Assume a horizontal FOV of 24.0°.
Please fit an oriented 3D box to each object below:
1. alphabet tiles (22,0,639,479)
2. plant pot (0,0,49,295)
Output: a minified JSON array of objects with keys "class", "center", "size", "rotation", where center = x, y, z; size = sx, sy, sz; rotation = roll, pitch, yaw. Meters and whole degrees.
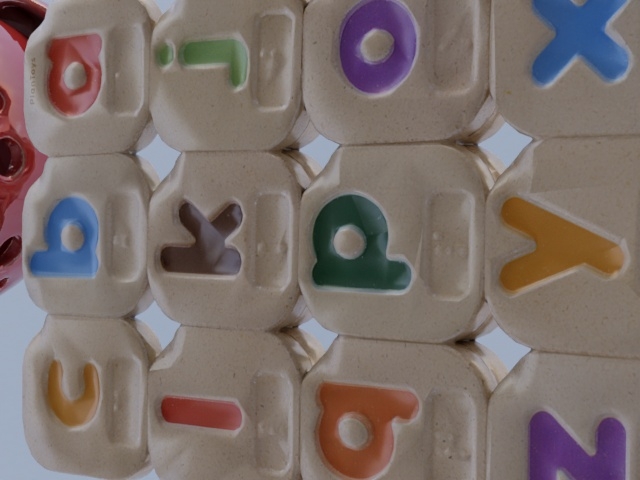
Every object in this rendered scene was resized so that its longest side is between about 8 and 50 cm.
[{"class":"alphabet tiles","center":[0.000,0.000,0.466],"size":[0.278,0.021,0.284],"rotation":[0,-90,42]},{"class":"plant pot","center":[-0.220,-0.045,0.846],"size":[0.191,0.174,0.191],"rotation":[11,-73,43]}]
